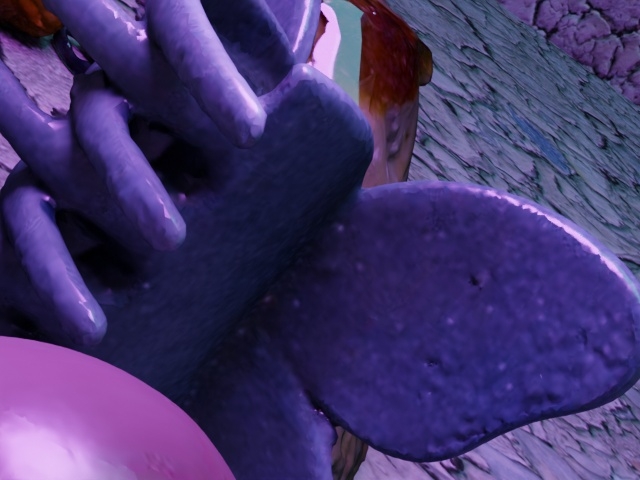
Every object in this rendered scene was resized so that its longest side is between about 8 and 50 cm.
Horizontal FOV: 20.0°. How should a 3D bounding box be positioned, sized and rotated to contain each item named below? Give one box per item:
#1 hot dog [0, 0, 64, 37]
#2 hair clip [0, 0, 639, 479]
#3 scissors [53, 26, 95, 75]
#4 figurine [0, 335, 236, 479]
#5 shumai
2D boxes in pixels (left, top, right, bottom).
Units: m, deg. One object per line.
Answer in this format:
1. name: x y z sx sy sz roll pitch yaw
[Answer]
1. hot dog: -0.293 -0.257 1.485 0.227 0.099 0.160 26 22 -32
2. hair clip: -0.091 0.004 0.925 0.238 0.318 0.392 12 35 -55
3. scissors: -0.125 -0.081 1.533 0.300 0.022 0.109 50 23 26
4. figurine: -0.117 0.153 0.679 0.270 0.211 0.261 23 25 -46
5. shumai: 0.003 -0.002 1.180 0.217 0.283 0.346 36 16 -10
